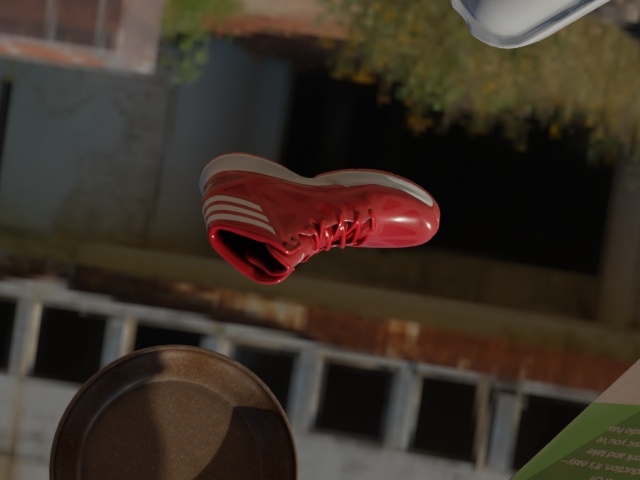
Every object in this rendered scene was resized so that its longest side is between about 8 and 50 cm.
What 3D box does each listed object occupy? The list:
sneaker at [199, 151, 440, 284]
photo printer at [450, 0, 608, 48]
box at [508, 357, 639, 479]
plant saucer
[{"bbox_3d":[0.000,0.000,1.621,0.221,0.087,0.128,6,-139,-7],"label":"sneaker"},{"bbox_3d":[0.255,-0.271,1.451,0.256,0.107,0.307,-38,-174,-36],"label":"photo printer"},{"bbox_3d":[0.266,0.055,0.829,0.322,0.058,0.232,-35,-159,-32],"label":"box"},{"bbox_3d":[-0.117,0.183,1.454,0.198,0.199,0.036,8,171,-13],"label":"plant saucer"}]
